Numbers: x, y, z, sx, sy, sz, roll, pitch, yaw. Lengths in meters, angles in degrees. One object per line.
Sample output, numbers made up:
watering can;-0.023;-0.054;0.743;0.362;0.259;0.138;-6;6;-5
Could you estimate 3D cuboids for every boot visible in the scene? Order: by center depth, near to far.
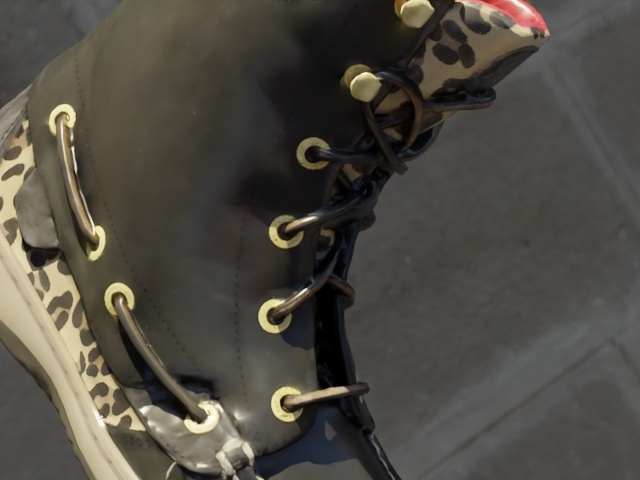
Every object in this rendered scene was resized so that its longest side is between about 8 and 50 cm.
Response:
boot;0.000;0.000;0.733;0.377;0.284;0.138;48;21;25
